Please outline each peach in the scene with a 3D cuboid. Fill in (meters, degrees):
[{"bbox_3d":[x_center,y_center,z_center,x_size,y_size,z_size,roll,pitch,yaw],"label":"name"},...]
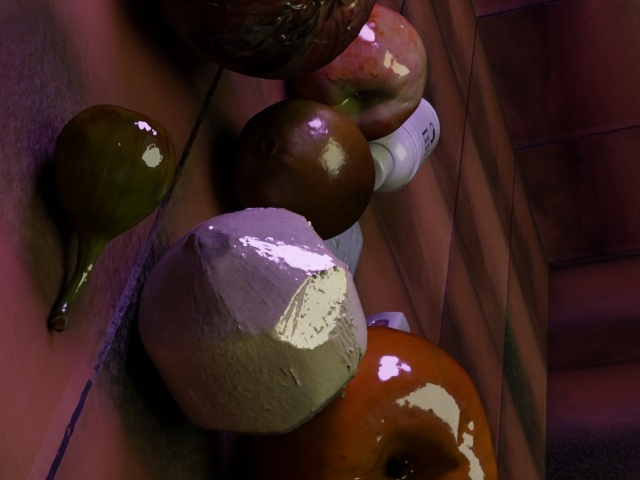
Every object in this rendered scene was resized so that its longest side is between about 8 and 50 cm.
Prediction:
[{"bbox_3d":[0.058,0.280,1.563,0.301,0.343,0.343,-12,-92,65],"label":"peach"},{"bbox_3d":[0.063,-0.288,1.998,0.257,0.232,0.232,-91,161,-51],"label":"peach"}]

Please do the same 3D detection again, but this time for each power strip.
[{"bbox_3d":[0.001,0.000,1.908,0.265,0.059,0.194,-72,147,-53],"label":"power strip"}]

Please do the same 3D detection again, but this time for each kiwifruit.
[{"bbox_3d":[-0.025,-0.097,1.677,0.234,0.196,0.196,41,43,-65],"label":"kiwifruit"}]

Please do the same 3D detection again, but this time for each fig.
[{"bbox_3d":[-0.222,-0.020,1.224,0.124,0.124,0.236,35,67,-65],"label":"fig"}]

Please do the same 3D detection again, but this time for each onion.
[{"bbox_3d":[-0.062,-0.374,1.530,0.353,0.353,0.354,-10,90,-71],"label":"onion"}]

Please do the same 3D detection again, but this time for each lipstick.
[{"bbox_3d":[0.089,0.210,2.032,0.253,0.079,0.077,-59,137,-61],"label":"lipstick"}]

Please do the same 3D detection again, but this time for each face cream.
[{"bbox_3d":[0.114,-0.158,2.184,0.370,0.145,0.145,-53,131,-66],"label":"face cream"}]

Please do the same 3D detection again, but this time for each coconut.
[{"bbox_3d":[-0.075,0.081,1.367,0.245,0.245,0.247,-80,159,-45],"label":"coconut"}]
